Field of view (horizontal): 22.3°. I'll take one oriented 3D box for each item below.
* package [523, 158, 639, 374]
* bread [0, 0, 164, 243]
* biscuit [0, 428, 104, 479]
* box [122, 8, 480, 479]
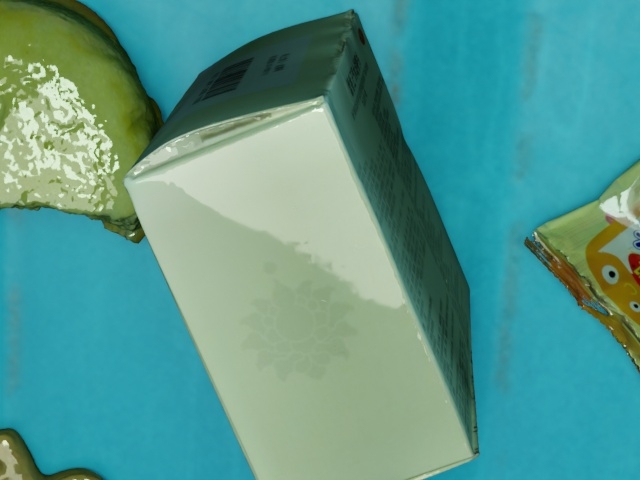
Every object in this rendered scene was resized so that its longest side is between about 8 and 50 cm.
[{"bbox_3d":[0.182,0.002,0.819,0.121,0.031,0.108,-40,100,14],"label":"package"},{"bbox_3d":[-0.151,-0.062,0.796,0.156,0.086,0.125,4,97,-1],"label":"bread"},{"bbox_3d":[-0.160,0.188,0.900,0.133,0.027,0.184,-28,103,10],"label":"biscuit"},{"bbox_3d":[0.000,0.000,0.736,0.095,0.212,0.168,-19,105,10],"label":"box"}]
